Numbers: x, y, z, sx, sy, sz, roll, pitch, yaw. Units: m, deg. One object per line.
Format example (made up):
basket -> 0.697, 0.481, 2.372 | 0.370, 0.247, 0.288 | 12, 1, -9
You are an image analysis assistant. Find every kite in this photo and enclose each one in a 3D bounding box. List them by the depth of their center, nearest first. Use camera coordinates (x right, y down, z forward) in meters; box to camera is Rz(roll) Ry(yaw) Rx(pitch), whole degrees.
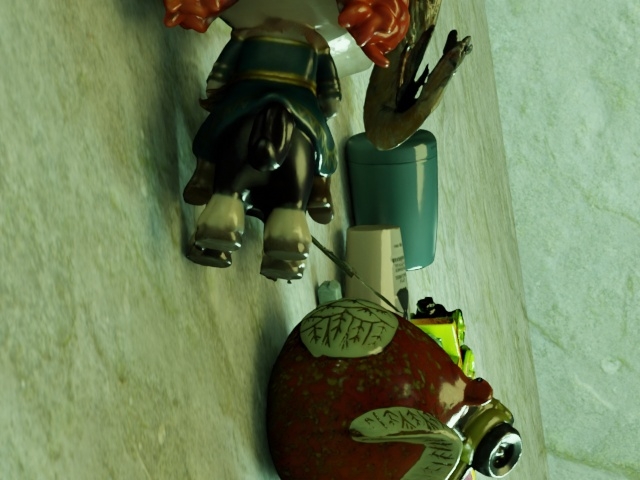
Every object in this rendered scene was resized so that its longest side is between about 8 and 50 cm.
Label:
kite -> -0.001, 0.001, 1.666 | 0.250, 0.012, 0.229 | 42, 2, -24

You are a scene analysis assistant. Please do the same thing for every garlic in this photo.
garlic -> 0.022, -0.268, 1.948 | 0.318, 0.112, 0.143 | 68, 17, -81

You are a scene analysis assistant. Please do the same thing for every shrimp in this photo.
shrimp -> 0.092, -0.186, 1.443 | 0.152, 0.046, 0.219 | -7, -117, 70

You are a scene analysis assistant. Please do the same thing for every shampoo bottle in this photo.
shampoo bottle -> 0.074, 0.111, 2.051 | 0.127, 0.078, 0.257 | -18, 107, -67

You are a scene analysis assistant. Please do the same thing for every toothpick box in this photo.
toothpick box -> 0.099, -0.052, 2.126 | 0.120, 0.120, 0.184 | -47, 133, -72

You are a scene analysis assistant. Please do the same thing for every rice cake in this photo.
rice cake -> 0.020, 0.130, 1.934 | 0.033, 0.029, 0.170 | -63, 146, -72

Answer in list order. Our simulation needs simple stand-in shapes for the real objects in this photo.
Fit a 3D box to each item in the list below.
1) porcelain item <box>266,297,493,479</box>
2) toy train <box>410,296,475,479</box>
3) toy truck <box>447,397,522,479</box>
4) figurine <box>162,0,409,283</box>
porcelain item -> 0.068, 0.177, 1.699 | 0.253, 0.253, 0.253 | -4, 90, -76
toy train -> 0.180, 0.228, 2.408 | 0.160, 0.100, 0.296 | -74, 156, -51
toy truck -> 0.130, 0.260, 1.996 | 0.224, 0.147, 0.165 | -48, 133, -12
figurine -> -0.038, -0.167, 1.441 | 0.306, 0.241, 0.411 | -44, 141, -69
